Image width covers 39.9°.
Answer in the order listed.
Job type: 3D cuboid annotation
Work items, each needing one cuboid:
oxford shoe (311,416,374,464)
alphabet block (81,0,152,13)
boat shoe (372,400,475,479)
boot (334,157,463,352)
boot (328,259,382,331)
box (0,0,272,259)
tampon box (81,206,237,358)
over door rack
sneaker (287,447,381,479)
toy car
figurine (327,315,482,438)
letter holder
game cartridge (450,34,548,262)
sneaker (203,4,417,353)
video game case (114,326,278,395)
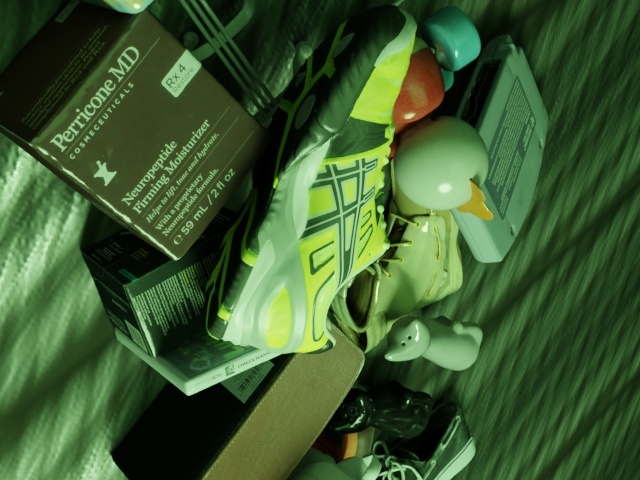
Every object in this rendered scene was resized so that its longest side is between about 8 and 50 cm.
[{"bbox_3d":[0.018,0.392,1.324,0.098,0.097,0.271,13,100,-47],"label":"oxford shoe"},{"bbox_3d":[-0.209,-0.345,0.780,0.193,0.192,0.197,-54,132,-10],"label":"alphabet block"},{"bbox_3d":[0.131,0.371,1.392,0.306,0.113,0.105,-34,119,-26],"label":"boat shoe"},{"bbox_3d":[0.094,0.015,1.230,0.203,0.095,0.262,-33,130,-24],"label":"boot"},{"bbox_3d":[0.000,0.000,1.098,0.077,0.165,0.213,-26,124,-29],"label":"boot"},{"bbox_3d":[-0.197,-0.118,0.895,0.168,0.167,0.203,-53,131,-8],"label":"box"},{"bbox_3d":[-0.165,0.036,1.013,0.161,0.120,0.101,-30,123,-26],"label":"tampon box"},{"bbox_3d":[-0.022,-0.305,0.978,0.324,0.108,0.239,-35,129,3],"label":"over door rack"},{"bbox_3d":[-0.061,0.408,1.189,0.137,0.365,0.210,46,36,-22],"label":"sneaker"},{"bbox_3d":[0.122,-0.112,1.069,0.219,0.210,0.238,-34,87,-12],"label":"toy car"},{"bbox_3d":[0.118,0.191,1.257,0.215,0.092,0.209,-56,150,13],"label":"figurine"},{"bbox_3d":[-0.076,0.237,1.149,0.302,0.152,0.214,-52,133,-9],"label":"letter holder"},{"bbox_3d":[0.252,-0.124,1.255,0.196,0.060,0.294,52,49,-35],"label":"game cartridge"},{"bbox_3d":[0.011,-0.058,0.925,0.147,0.145,0.385,22,104,-19],"label":"sneaker"},{"bbox_3d":[-0.124,0.106,1.028,0.173,0.190,0.022,-21,116,-30],"label":"video game case"}]
